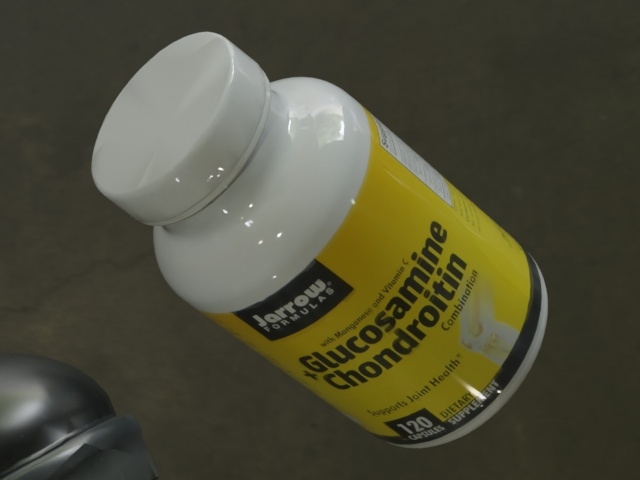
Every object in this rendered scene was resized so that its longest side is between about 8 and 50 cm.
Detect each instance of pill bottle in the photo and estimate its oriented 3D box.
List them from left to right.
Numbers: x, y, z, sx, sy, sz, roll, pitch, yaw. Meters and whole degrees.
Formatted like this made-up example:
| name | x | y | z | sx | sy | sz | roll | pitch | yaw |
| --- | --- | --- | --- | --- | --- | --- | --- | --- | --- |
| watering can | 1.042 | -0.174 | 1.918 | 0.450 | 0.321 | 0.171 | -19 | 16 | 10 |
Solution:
| name | x | y | z | sx | sy | sz | roll | pitch | yaw |
| --- | --- | --- | --- | --- | --- | --- | --- | --- | --- |
| pill bottle | 0.000 | 0.000 | 0.716 | 0.184 | 0.103 | 0.103 | 38 | 76 | -34 |

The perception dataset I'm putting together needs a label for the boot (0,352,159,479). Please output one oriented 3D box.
| name | x | y | z | sx | sy | sz | roll | pitch | yaw |
| --- | --- | --- | --- | --- | --- | --- | --- | --- | --- |
| boot | -0.302 | -0.042 | 0.647 | 0.367 | 0.146 | 0.445 | -23 | 89 | 15 |
